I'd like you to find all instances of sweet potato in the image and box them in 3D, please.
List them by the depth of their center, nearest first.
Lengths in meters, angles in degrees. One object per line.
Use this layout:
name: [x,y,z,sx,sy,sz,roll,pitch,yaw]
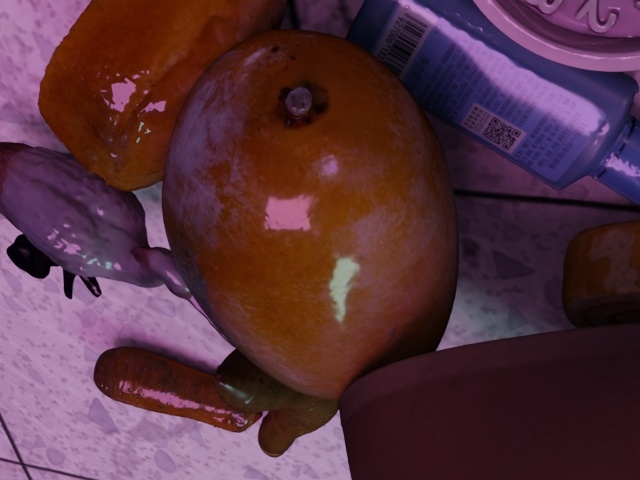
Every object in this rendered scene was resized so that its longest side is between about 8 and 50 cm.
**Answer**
sweet potato: [-0.030,0.135,1.042,0.079,0.108,0.346,61,174,21]

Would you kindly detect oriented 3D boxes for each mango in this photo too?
mango: [0.000,0.000,0.828,0.221,0.199,0.384,44,169,24]

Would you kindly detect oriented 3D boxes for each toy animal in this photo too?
toy animal: [-0.194,-0.008,0.981,0.324,0.090,0.195,10,146,50]

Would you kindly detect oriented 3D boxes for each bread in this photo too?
bread: [0.250,0.036,0.820,0.149,0.073,0.122,-4,153,31]
bread: [-0.136,-0.120,0.867,0.129,0.134,0.260,36,135,-4]

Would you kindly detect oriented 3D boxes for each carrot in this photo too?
carrot: [-0.147,0.153,1.167,0.186,0.060,0.060,14,133,12]

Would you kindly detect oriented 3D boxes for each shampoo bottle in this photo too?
shampoo bottle: [0.143,-0.101,0.790,0.258,0.061,0.104,31,135,0]

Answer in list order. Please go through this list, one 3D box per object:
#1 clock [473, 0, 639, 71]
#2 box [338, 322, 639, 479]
clock: [0.177,-0.202,0.680,0.197,0.068,0.196,14,133,15]
box: [0.163,0.195,0.781,0.301,0.216,0.301,-4,159,-2]
